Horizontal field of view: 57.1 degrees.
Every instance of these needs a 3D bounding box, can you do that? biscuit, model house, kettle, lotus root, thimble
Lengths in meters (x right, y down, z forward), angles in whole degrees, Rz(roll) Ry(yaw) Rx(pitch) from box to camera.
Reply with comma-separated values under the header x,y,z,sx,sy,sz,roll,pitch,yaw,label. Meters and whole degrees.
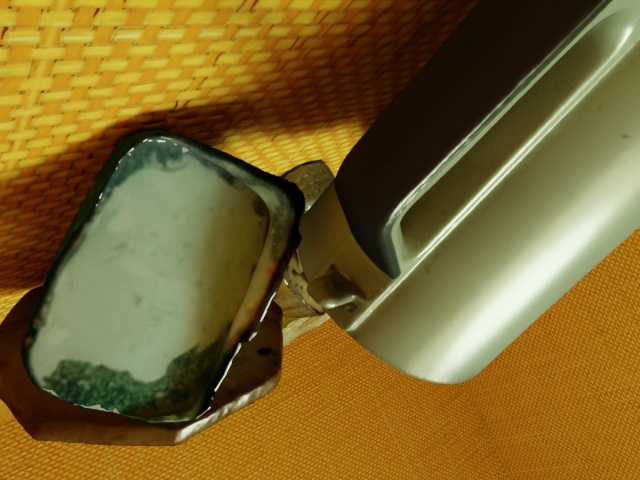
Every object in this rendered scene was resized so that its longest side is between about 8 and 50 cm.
x,y,z,sx,sy,sz,roll,pitch,yaw,label
-0.212,0.112,0.713,0.359,0.359,0.046,-18,126,-43,biscuit
-0.164,0.016,0.622,0.253,0.184,0.291,-66,-162,4,model house
0.143,-0.069,0.498,0.361,0.250,0.377,-8,145,-48,kettle
-0.085,0.028,1.007,0.180,0.199,0.188,-7,141,28,lotus root
-0.012,-0.069,0.855,0.084,0.062,0.110,-31,171,22,thimble

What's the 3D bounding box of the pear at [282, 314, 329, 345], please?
x,y,z,sx,sy,sz,roll,pitch,yaw,label
-0.052,0.133,1.564,0.386,0.191,0.340,-25,164,-39,pear
